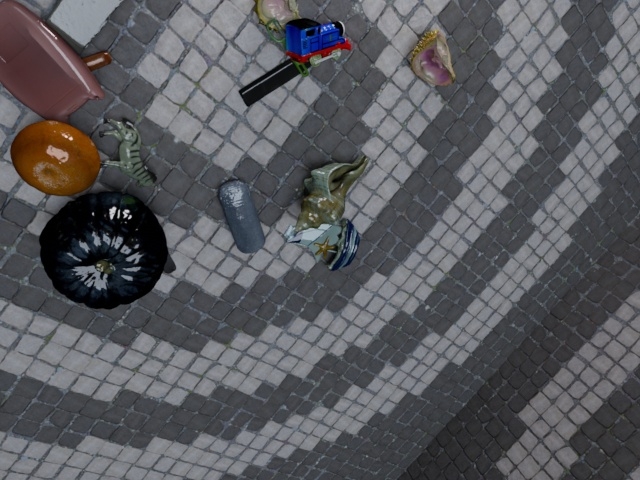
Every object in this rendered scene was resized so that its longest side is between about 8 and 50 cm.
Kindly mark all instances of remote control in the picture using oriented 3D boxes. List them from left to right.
[{"bbox_3d":[-0.143,-0.510,1.596,0.245,0.025,0.063,-34,129,-3],"label":"remote control"}]

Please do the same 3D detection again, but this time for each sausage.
[{"bbox_3d":[-0.641,-0.485,1.390,0.131,0.041,0.039,-24,117,-10],"label":"sausage"}]

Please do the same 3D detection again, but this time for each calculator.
[{"bbox_3d":[-0.754,-0.459,1.327,0.220,0.048,0.330,-30,122,17],"label":"calculator"}]

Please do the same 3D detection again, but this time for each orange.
[{"bbox_3d":[-0.729,-0.232,1.400,0.223,0.170,0.224,-7,137,-7],"label":"orange"}]

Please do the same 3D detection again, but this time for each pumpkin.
[{"bbox_3d":[-0.649,0.029,1.525,0.363,0.266,0.364,-8,120,-14],"label":"pumpkin"}]

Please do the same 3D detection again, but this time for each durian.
[{"bbox_3d":[-0.130,-0.714,1.450,0.140,0.078,0.224,-8,138,-7],"label":"durian"},{"bbox_3d":[0.383,-0.613,1.698,0.182,0.132,0.165,3,127,-36],"label":"durian"}]

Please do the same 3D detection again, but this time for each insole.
[{"bbox_3d":[-0.550,0.039,1.725,0.064,0.004,0.188,-26,123,-7],"label":"insole"}]

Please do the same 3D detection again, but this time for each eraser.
[{"bbox_3d":[-0.584,-0.637,1.316,0.111,0.077,0.352,38,98,-30],"label":"eraser"}]

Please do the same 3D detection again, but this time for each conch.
[{"bbox_3d":[0.021,-0.179,1.771,0.386,0.169,0.203,-63,153,-23],"label":"conch"}]

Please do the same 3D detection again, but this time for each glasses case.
[{"bbox_3d":[-0.270,-0.077,1.745,0.109,0.067,0.283,-21,124,-8],"label":"glasses case"}]

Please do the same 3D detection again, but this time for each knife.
[{"bbox_3d":[-0.101,-0.577,1.538,0.054,0.015,0.212,-27,136,16],"label":"knife"}]

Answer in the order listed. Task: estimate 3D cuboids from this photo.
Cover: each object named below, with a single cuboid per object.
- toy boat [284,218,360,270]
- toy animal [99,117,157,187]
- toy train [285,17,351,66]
[{"bbox_3d":[0.000,0.000,1.918,0.290,0.067,0.221,15,109,-16],"label":"toy boat"},{"bbox_3d":[-0.575,-0.258,1.523,0.175,0.073,0.217,0,111,-29],"label":"toy animal"},{"bbox_3d":[-0.006,-0.604,1.522,0.204,0.082,0.131,-29,134,-31],"label":"toy train"}]
